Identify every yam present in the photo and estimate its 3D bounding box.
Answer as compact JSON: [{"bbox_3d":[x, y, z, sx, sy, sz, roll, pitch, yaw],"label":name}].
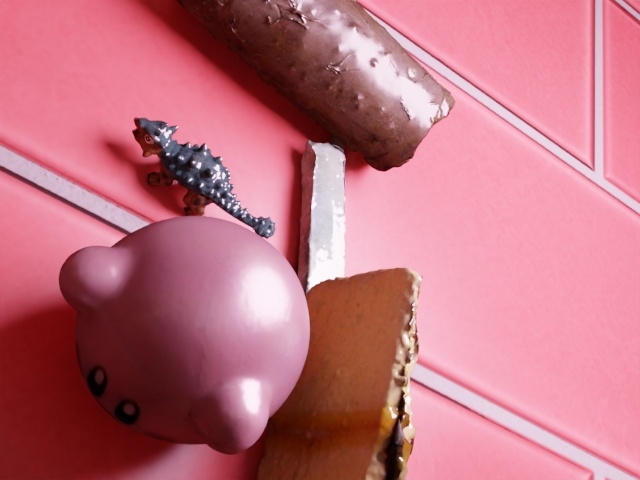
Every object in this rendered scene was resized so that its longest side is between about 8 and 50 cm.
[{"bbox_3d":[-0.002,-0.186,0.883,0.279,0.131,0.131,39,49,-18],"label":"yam"}]

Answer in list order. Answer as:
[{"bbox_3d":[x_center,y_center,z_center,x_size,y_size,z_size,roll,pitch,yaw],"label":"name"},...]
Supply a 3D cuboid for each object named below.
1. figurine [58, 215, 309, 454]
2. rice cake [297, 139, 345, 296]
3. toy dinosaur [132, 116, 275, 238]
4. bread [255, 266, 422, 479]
[{"bbox_3d":[-0.091,0.065,0.648,0.173,0.173,0.173,18,57,-31],"label":"figurine"},{"bbox_3d":[0.000,0.000,0.848,0.043,0.034,0.211,15,59,-22],"label":"rice cake"},{"bbox_3d":[-0.101,-0.052,0.782,0.154,0.055,0.049,39,45,-13],"label":"toy dinosaur"},{"bbox_3d":[0.022,0.163,0.712,0.178,0.141,0.266,60,40,-54],"label":"bread"}]
